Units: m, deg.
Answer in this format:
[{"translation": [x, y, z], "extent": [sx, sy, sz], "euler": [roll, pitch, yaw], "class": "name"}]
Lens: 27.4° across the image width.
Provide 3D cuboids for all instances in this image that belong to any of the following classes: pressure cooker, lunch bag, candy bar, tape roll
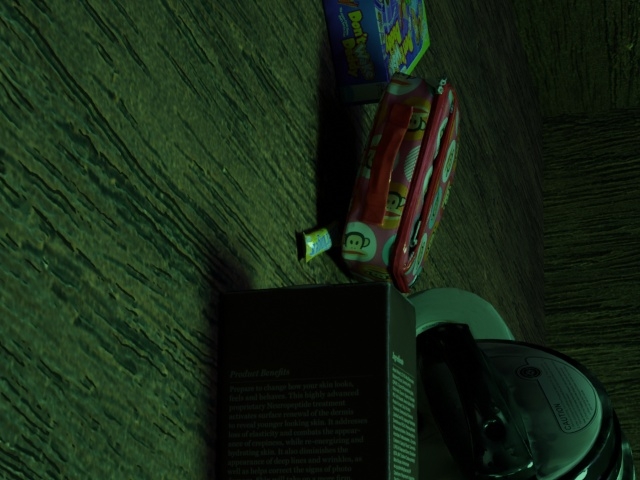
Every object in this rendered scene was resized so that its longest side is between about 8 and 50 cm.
[{"translation": [0.208, 0.327, 1.677], "extent": [0.375, 0.370, 0.420], "euler": [-37, 129, -39], "class": "pressure cooker"}, {"translation": [0.111, -0.086, 1.853], "extent": [0.258, 0.120, 0.293], "euler": [57, 48, -73], "class": "lunch bag"}, {"translation": [0.000, 0.000, 1.752], "extent": [0.161, 0.018, 0.040], "euler": [-23, 108, -72], "class": "candy bar"}, {"translation": [0.184, 0.183, 1.957], "extent": [0.072, 0.219, 0.219], "euler": [48, 40, -62], "class": "tape roll"}]

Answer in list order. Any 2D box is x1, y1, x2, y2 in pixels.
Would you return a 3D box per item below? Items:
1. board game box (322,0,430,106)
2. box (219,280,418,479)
[{"translation": [0.088, -0.371, 2.043], "extent": [0.347, 0.078, 0.233], "euler": [-58, 140, -63], "class": "board game box"}, {"translation": [-0.001, 0.244, 1.391], "extent": [0.143, 0.191, 0.381], "euler": [38, 51, -68], "class": "box"}]
